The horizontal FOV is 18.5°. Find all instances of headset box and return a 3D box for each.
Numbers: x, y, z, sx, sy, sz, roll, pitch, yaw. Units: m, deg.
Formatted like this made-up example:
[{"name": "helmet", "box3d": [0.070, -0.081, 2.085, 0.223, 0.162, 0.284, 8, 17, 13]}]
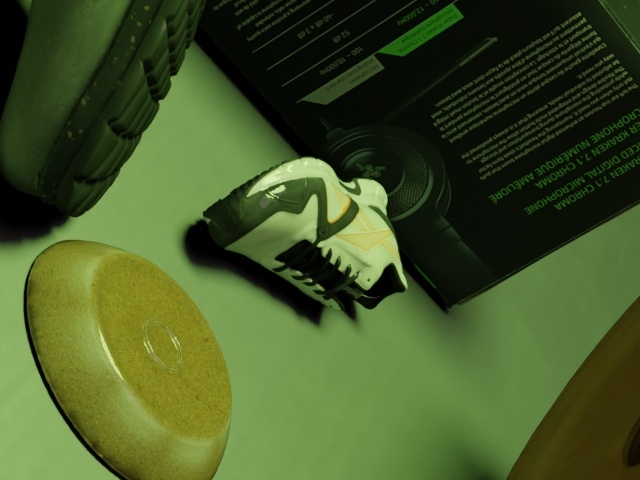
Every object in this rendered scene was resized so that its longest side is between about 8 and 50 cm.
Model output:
[{"name": "headset box", "box3d": [0.037, -0.149, 0.803, 0.283, 0.131, 0.246, 47, 26, -25]}]

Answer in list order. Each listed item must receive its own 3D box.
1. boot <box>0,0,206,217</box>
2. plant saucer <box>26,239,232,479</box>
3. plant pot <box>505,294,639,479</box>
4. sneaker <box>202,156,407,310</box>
[{"name": "boot", "box3d": [-0.097, -0.140, 0.582, 0.161, 0.246, 0.083, 17, -10, -2]}, {"name": "plant saucer", "box3d": [-0.050, 0.033, 0.565, 0.083, 0.015, 0.083, 43, 29, -31]}, {"name": "plant pot", "box3d": [0.181, 0.115, 0.632, 0.203, 0.291, 0.291, 36, 28, -8]}, {"name": "sneaker", "box3d": [0.000, 0.000, 0.670, 0.109, 0.040, 0.043, 7, 58, -60]}]
